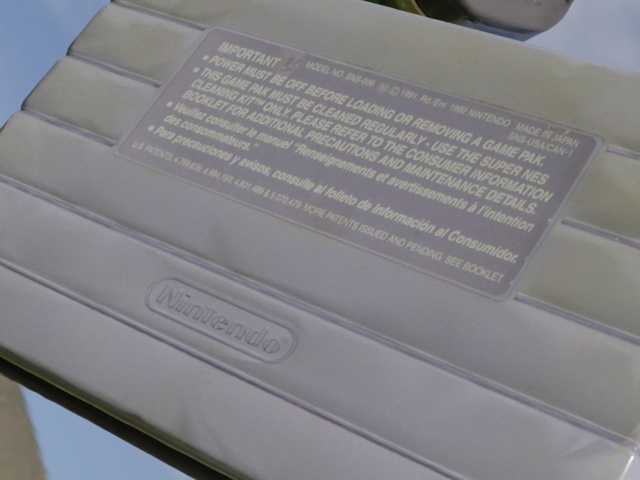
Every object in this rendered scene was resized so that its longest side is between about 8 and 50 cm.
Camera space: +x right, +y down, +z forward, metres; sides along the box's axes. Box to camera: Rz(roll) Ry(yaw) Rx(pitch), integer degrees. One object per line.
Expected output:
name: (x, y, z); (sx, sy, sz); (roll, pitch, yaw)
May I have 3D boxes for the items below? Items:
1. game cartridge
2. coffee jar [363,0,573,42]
game cartridge: (0.000, 0.000, 0.587); (0.355, 0.230, 0.068); (22, -28, 33)
coffee jar: (0.048, -0.132, 0.746); (0.184, 0.096, 0.079); (-13, -105, 54)
